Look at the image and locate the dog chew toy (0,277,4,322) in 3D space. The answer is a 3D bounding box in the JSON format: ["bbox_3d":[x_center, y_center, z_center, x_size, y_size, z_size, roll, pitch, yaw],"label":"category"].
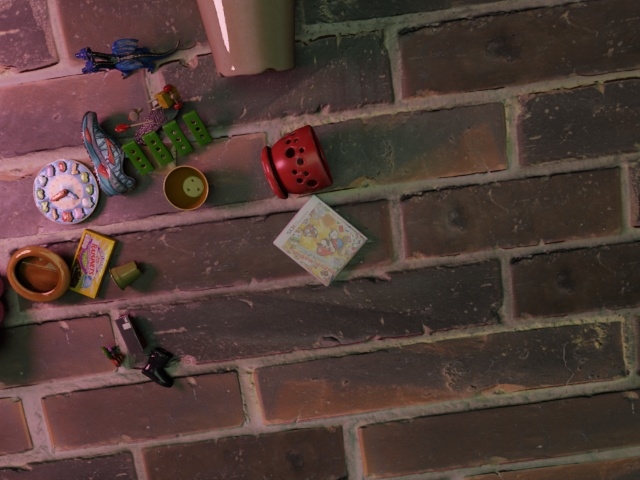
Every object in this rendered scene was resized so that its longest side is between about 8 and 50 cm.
[{"bbox_3d":[-1.095,0.241,1.595,0.207,0.206,0.331,19,91,-2],"label":"dog chew toy"}]

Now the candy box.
[{"bbox_3d":[-0.739,0.075,1.647,0.105,0.027,0.205,22,98,-5],"label":"candy box"}]

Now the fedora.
[{"bbox_3d":[-0.883,0.101,1.626,0.195,0.079,0.194,-1,101,-4],"label":"fedora"}]

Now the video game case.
[{"bbox_3d":[0.000,0.000,1.630,0.227,0.026,0.206,39,97,-5],"label":"video game case"}]

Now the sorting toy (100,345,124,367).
[{"bbox_3d":[-0.677,0.370,1.677,0.042,0.061,0.101,-40,136,-22],"label":"sorting toy"}]

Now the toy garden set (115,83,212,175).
[{"bbox_3d":[-0.481,-0.336,1.529,0.244,0.049,0.203,-26,128,1],"label":"toy garden set"}]

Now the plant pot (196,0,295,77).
[{"bbox_3d":[-0.199,-0.618,1.412,0.334,0.333,0.305,-5,110,1],"label":"plant pot"}]

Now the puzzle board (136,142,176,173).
[{"bbox_3d":[-0.515,-0.256,1.602,0.128,0.011,0.096,1,100,1],"label":"puzzle board"}]

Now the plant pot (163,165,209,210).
[{"bbox_3d":[-0.401,-0.164,1.572,0.134,0.095,0.134,0,99,1],"label":"plant pot"}]

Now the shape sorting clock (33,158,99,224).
[{"bbox_3d":[-0.799,-0.152,1.605,0.207,0.040,0.206,0,99,0],"label":"shape sorting clock"}]

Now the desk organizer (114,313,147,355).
[{"bbox_3d":[-0.616,0.301,1.668,0.047,0.050,0.130,-21,98,3],"label":"desk organizer"}]

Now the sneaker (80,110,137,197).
[{"bbox_3d":[-0.639,-0.272,1.569,0.125,0.104,0.261,-17,107,-7],"label":"sneaker"}]

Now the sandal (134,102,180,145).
[{"bbox_3d":[-0.501,-0.365,1.574,0.179,0.040,0.067,-42,94,14],"label":"sandal"}]

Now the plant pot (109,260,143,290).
[{"bbox_3d":[-0.614,0.104,1.630,0.079,0.083,0.083,-29,98,-7],"label":"plant pot"}]

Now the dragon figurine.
[{"bbox_3d":[-0.554,-0.534,1.492,0.290,0.144,0.085,-10,99,2],"label":"dragon figurine"}]

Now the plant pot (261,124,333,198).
[{"bbox_3d":[-0.074,-0.226,1.515,0.174,0.191,0.191,-18,98,7],"label":"plant pot"}]

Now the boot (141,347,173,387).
[{"bbox_3d":[-0.522,0.418,1.691,0.121,0.045,0.099,32,95,-3],"label":"boot"}]
